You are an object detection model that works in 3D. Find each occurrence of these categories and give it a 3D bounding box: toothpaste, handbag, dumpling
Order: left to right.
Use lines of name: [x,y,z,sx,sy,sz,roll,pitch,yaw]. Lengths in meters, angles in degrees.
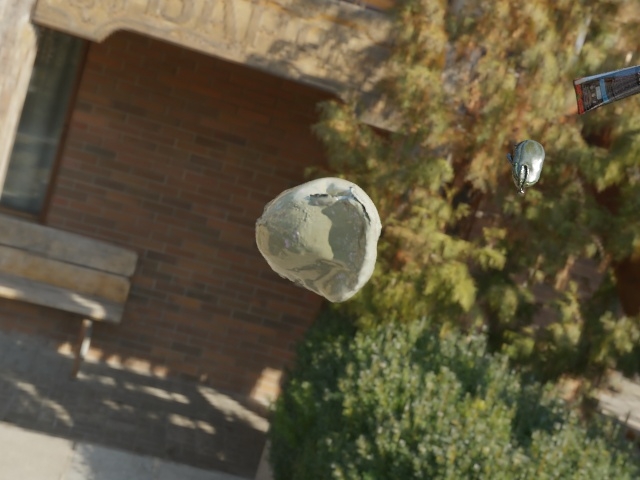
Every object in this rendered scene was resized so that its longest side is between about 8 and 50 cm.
dumpling: [0.000,0.000,0.928,0.118,0.136,0.199,-30,19,-25]
handbag: [0.393,-0.143,1.688,0.072,0.111,0.047,20,-23,-11]
toothpaste: [0.574,-0.300,1.666,0.193,0.071,0.045,-15,-8,41]
